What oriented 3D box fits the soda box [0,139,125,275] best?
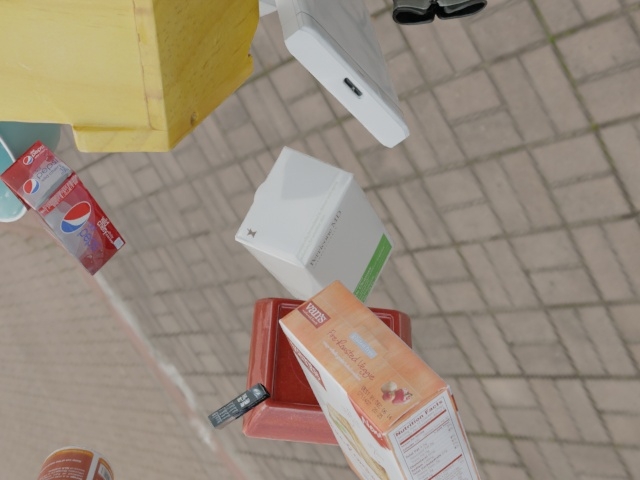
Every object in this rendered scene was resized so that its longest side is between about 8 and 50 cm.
[{"bbox_3d":[-0.400,-0.046,1.653,0.092,0.083,0.263,39,166,21],"label":"soda box"}]

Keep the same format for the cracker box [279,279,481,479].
[{"bbox_3d":[0.061,0.162,0.884,0.156,0.067,0.232,43,161,45],"label":"cracker box"}]

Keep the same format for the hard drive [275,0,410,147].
[{"bbox_3d":[0.012,-0.311,1.466,0.233,0.047,0.353,40,-155,-38],"label":"hard drive"}]

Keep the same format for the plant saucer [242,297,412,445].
[{"bbox_3d":[0.019,0.190,1.609,0.258,0.259,0.047,6,138,-4],"label":"plant saucer"}]

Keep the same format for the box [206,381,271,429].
[{"bbox_3d":[-0.108,0.222,1.406,0.018,0.083,0.067,56,175,12],"label":"box"}]

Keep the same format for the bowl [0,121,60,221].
[{"bbox_3d":[-0.549,-0.198,1.710,0.312,0.163,0.311,23,143,19],"label":"bowl"}]

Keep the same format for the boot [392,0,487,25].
[{"bbox_3d":[0.203,-0.383,1.463,0.083,0.247,0.161,77,177,-68],"label":"boot"}]

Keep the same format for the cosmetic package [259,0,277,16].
[{"bbox_3d":[-0.181,-0.421,1.609,0.151,0.184,0.151,-13,82,32],"label":"cosmetic package"}]

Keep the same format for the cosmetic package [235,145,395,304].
[{"bbox_3d":[0.000,0.000,1.954,0.155,0.197,0.365,24,170,22],"label":"cosmetic package"}]

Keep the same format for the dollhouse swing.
[{"bbox_3d":[-0.277,-0.315,1.200,0.305,0.315,0.346,12,127,20],"label":"dollhouse swing"}]

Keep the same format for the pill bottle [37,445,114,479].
[{"bbox_3d":[-0.401,0.433,1.649,0.216,0.121,0.121,-88,-18,-63],"label":"pill bottle"}]
